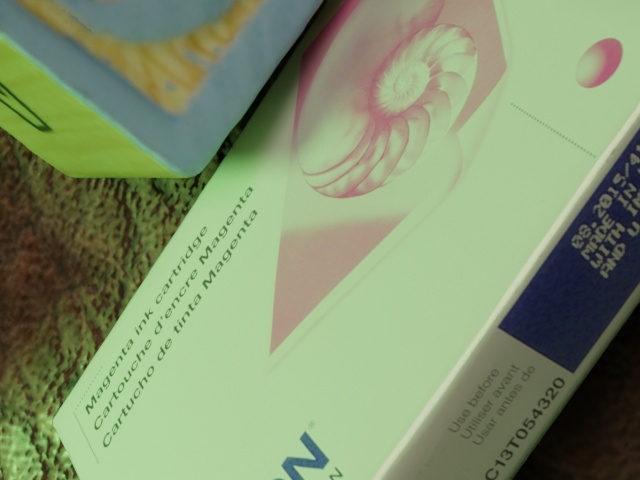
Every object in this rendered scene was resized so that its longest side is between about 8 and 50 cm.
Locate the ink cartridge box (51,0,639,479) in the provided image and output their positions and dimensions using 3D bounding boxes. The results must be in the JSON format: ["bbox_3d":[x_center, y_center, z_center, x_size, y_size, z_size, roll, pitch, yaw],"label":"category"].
[{"bbox_3d":[0.000,0.000,0.663,0.324,0.071,0.330,-56,34,7],"label":"ink cartridge box"}]

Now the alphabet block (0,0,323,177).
[{"bbox_3d":[-0.114,-0.156,0.709,0.192,0.193,0.197,-54,22,-12],"label":"alphabet block"}]
